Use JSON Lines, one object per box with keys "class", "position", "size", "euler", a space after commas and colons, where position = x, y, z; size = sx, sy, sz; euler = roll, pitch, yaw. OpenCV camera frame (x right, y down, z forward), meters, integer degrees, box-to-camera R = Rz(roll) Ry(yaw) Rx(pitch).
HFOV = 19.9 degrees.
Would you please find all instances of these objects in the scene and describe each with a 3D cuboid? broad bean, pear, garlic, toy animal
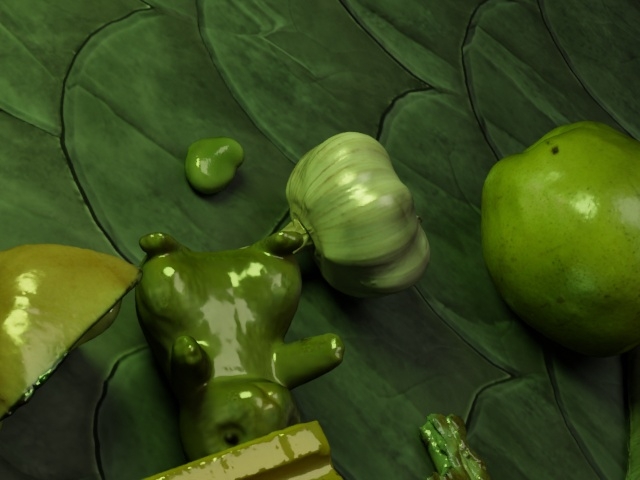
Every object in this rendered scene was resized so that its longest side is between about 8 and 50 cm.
{"class": "broad bean", "position": [-0.122, -0.088, 2.062], "size": [0.063, 0.045, 0.083], "euler": [55, 46, -10]}
{"class": "pear", "position": [0.337, 0.000, 2.239], "size": [0.294, 0.294, 0.294], "euler": [24, 45, -27]}
{"class": "garlic", "position": [0.000, 0.000, 2.046], "size": [0.226, 0.199, 0.199], "euler": [-26, 75, -16]}
{"class": "toy animal", "position": [-0.076, 0.156, 1.789], "size": [0.181, 0.180, 0.363], "euler": [-2, 56, -26]}

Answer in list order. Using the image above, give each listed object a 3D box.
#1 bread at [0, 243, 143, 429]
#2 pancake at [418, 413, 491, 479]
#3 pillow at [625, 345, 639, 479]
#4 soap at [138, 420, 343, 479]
{"class": "bread", "position": [-0.286, 0.076, 1.682], "size": [0.133, 0.174, 0.251], "euler": [44, 43, -1]}
{"class": "pancake", "position": [0.117, 0.335, 1.931], "size": [0.197, 0.054, 0.376], "euler": [37, 38, -16]}
{"class": "pillow", "position": [0.468, 0.208, 2.279], "size": [0.302, 0.185, 0.075], "euler": [-82, 159, -43]}
{"class": "soap", "position": [-0.115, 0.307, 1.607], "size": [0.324, 0.096, 0.204], "euler": [-16, 71, -21]}
